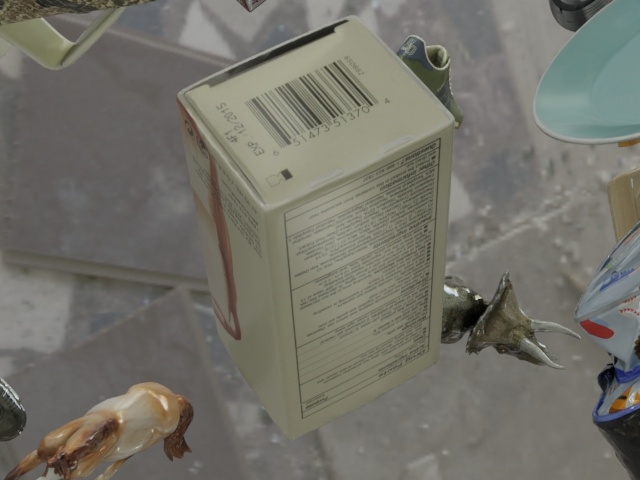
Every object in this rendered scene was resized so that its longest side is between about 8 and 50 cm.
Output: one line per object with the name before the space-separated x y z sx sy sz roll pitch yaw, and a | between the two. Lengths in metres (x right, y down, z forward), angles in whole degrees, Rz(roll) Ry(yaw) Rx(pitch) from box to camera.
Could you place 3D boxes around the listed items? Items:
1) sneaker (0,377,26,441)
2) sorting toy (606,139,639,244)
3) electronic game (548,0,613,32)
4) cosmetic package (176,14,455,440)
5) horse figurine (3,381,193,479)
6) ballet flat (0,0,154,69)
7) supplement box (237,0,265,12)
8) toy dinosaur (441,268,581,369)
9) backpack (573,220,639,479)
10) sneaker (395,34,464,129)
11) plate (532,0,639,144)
sneaker | -0.428 0.148 1.470 0.234 0.106 0.078 38 86 -4
sorting toy | 0.498 -0.061 1.987 0.229 0.041 0.307 -19 101 -42
electronic game | 0.364 -0.375 1.709 0.048 0.229 0.229 17 75 -24
cosmetic package | 0.000 0.000 0.992 0.153 0.129 0.296 -26 146 -18
horse figurine | -0.204 0.194 1.278 0.263 0.174 0.066 -16 67 -53
ballet flat | -0.249 -0.175 0.906 0.182 0.482 0.164 38 66 -36
supplement box | -0.037 -0.430 1.798 0.239 0.073 0.130 -39 154 -7
toy dinosaur | 0.073 0.070 1.280 0.313 0.160 0.121 2 80 -25
backpack | 0.309 0.053 0.915 0.213 0.276 0.263 62 26 -1
sneaker | 0.142 -0.199 1.670 0.192 0.064 0.086 16 100 -59
plate | 0.204 -0.108 0.740 0.024 0.188 0.188 52 55 -24
